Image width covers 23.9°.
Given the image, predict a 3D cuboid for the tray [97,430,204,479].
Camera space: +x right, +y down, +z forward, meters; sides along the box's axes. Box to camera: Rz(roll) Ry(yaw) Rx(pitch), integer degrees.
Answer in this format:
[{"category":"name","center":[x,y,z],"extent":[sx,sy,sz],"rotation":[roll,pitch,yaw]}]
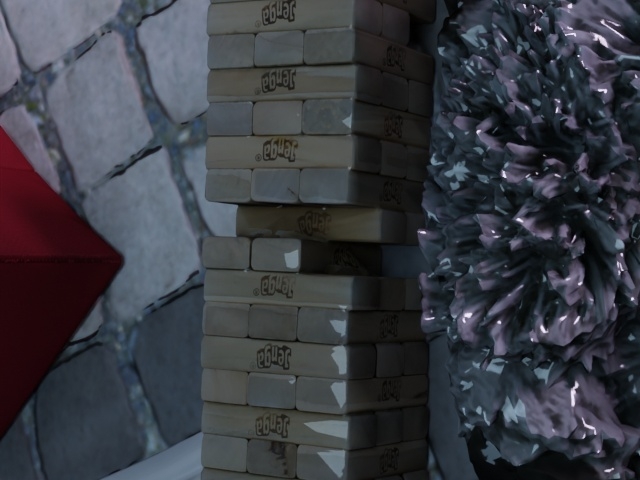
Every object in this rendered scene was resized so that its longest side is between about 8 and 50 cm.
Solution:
[{"category":"tray","center":[-0.056,0.247,0.844],"extent":[0.145,0.030,0.270],"rotation":[-28,75,29]}]

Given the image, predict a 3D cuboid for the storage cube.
[{"category":"storage cube","center":[-0.274,0.022,0.886],"extent":[0.183,0.193,0.215],"rotation":[45,112,24]}]

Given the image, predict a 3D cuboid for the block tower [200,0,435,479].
[{"category":"block tower","center":[0.000,0.000,0.780],"extent":[0.091,0.097,0.335],"rotation":[1,88,31]}]

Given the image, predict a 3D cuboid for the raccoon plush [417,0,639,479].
[{"category":"raccoon plush","center":[0.192,-0.057,0.551],"extent":[0.299,0.216,0.446],"rotation":[-9,107,26]}]
